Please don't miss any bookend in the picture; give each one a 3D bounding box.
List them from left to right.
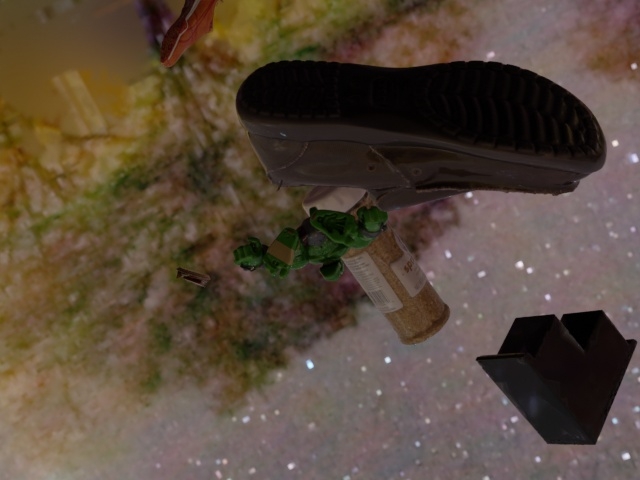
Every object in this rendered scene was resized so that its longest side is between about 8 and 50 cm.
[{"bbox_3d":[0.282,0.132,1.177,0.072,0.157,0.156,-13,-144,50],"label":"bookend"}]

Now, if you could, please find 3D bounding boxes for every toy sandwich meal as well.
[{"bbox_3d":[-0.274,0.079,2.129,0.085,0.029,0.085,17,-179,0],"label":"toy sandwich meal"}]

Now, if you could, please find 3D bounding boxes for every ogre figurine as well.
[{"bbox_3d":[0.000,0.000,1.280,0.197,0.097,0.118,-37,165,11],"label":"ogre figurine"}]

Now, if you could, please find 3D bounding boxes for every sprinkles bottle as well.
[{"bbox_3d":[0.110,0.034,1.916,0.121,0.355,0.121,-33,-164,11],"label":"sprinkles bottle"}]

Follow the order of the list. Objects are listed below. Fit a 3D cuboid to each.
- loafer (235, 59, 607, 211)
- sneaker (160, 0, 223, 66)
[{"bbox_3d":[0.100,-0.101,1.010,0.365,0.130,0.134,8,-132,8],"label":"loafer"},{"bbox_3d":[-0.217,-0.363,1.704,0.064,0.067,0.175,-2,-125,53],"label":"sneaker"}]
